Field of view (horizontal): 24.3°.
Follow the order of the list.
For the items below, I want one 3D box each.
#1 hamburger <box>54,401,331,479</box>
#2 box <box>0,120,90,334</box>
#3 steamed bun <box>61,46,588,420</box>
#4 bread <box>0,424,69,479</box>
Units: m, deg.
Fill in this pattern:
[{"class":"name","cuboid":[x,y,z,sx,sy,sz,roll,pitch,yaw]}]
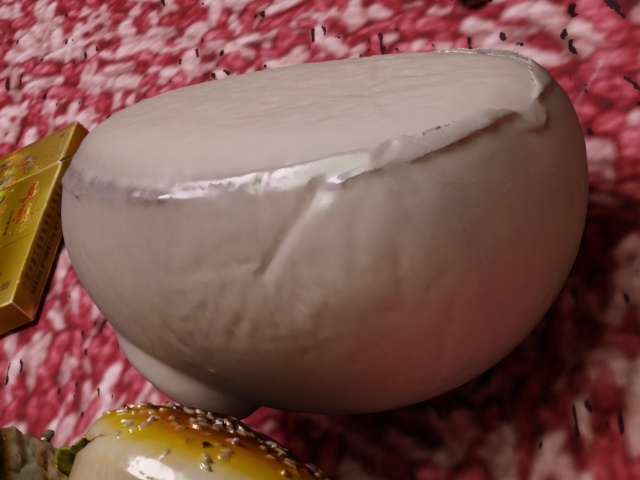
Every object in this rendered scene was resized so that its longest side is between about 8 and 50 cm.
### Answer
[{"class":"hamburger","cuboid":[-0.039,0.107,0.557,0.081,0.126,0.141,-66,17,-16]},{"class":"box","cuboid":[-0.193,-0.002,0.920,0.089,0.022,0.156,-19,41,31]},{"class":"steamed bun","cuboid":[0.000,0.000,0.613,0.228,0.131,0.177,-1,21,33]},{"class":"bread","cuboid":[-0.215,0.165,0.693,0.196,0.102,0.138,-35,37,10]}]
